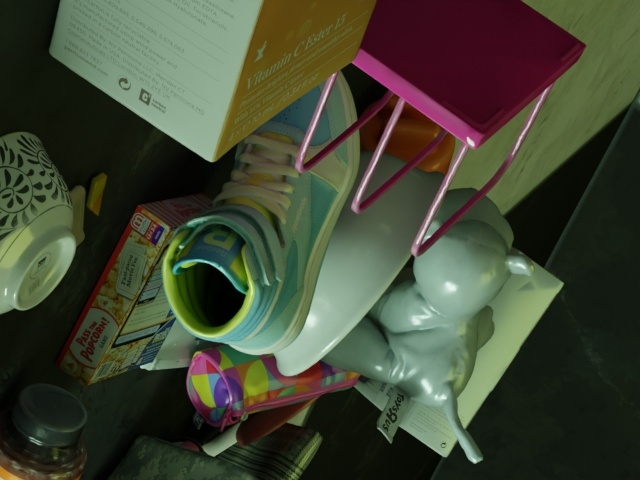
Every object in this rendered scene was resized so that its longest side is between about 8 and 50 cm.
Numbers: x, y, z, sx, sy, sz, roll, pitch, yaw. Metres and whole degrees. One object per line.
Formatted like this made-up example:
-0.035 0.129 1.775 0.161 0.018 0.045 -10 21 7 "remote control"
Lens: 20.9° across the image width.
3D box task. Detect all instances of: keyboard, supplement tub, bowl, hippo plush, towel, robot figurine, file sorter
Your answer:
-0.149 0.120 2.089 0.072 0.014 0.256 -63 165 6 "keyboard"
-0.294 0.236 1.697 0.106 0.106 0.198 -30 150 -58 "supplement tub"
0.000 0.000 1.969 0.298 0.134 0.298 -50 -170 12 "bowl"
0.116 0.059 2.048 0.294 0.234 0.237 -77 -178 -57 "hippo plush"
-0.130 0.373 2.357 0.312 0.056 0.324 -53 -168 -11 "towel"
0.096 -0.093 2.171 0.128 0.158 0.219 -28 154 -25 "robot figurine"
0.045 -0.155 1.574 0.202 0.290 0.182 -40 162 -45 "file sorter"
-0.250 0.004 1.389 0.170 0.080 0.170 -49 163 -21 "bowl"

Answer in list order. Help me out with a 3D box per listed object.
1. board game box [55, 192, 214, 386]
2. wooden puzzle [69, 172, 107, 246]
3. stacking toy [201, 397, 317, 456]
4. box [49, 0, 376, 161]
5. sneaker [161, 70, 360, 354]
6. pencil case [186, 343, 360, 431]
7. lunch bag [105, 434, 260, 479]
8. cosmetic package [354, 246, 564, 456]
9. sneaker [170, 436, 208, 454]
-0.178 0.048 1.772 0.193 0.045 0.147 -60 164 16 "board game box"
-0.234 -0.009 1.542 0.116 0.014 0.078 -43 156 -40 "wooden puzzle"
-0.052 0.149 2.366 0.309 0.130 0.279 -39 -176 -40 "stacking toy"
-0.044 -0.268 1.279 0.215 0.168 0.345 -40 158 -45 "box"
-0.059 -0.041 1.703 0.208 0.127 0.319 6 95 -71 "sneaker"
-0.054 0.164 2.126 0.236 0.104 0.104 -15 141 -38 "pencil case"
-0.171 0.392 2.017 0.256 0.212 0.305 -52 -151 -18 "lunch bag"
0.153 0.109 2.450 0.284 0.097 0.377 -54 -156 -1 "cosmetic package"
-0.176 0.293 2.274 0.075 0.063 0.170 -46 167 -32 "sneaker"
